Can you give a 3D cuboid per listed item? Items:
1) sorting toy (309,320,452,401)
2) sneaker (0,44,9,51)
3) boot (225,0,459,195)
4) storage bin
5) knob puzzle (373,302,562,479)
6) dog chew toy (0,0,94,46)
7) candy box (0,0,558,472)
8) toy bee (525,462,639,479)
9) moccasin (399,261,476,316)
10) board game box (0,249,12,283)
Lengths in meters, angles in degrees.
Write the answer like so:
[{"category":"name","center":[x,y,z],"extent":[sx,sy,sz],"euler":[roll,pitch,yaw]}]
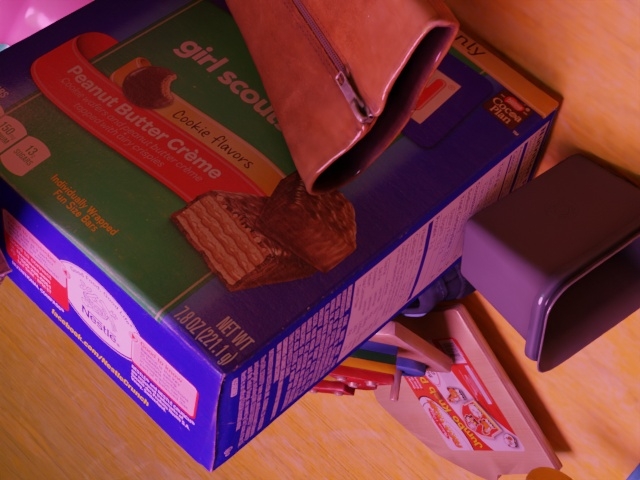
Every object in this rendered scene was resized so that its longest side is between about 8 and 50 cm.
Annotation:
[{"category":"sorting toy","center":[0.019,0.097,0.910],"extent":[0.132,0.046,0.274],"euler":[2,162,27]},{"category":"sneaker","center":[-0.344,-0.199,1.187],"extent":[0.295,0.124,0.178],"euler":[-24,93,57]},{"category":"boot","center":[-0.007,-0.207,0.615],"extent":[0.264,0.096,0.280],"euler":[-55,49,40]},{"category":"storage bin","center":[0.160,0.010,0.731],"extent":[0.091,0.135,0.098],"euler":[44,152,34]},{"category":"knob puzzle","center":[0.114,0.133,1.011],"extent":[0.213,0.030,0.213],"euler":[33,145,27]},{"category":"dog chew toy","center":[-0.318,-0.260,0.962],"extent":[0.332,0.206,0.207],"euler":[23,157,-22]},{"category":"candy box","center":[-0.045,-0.056,0.738],"extent":[0.268,0.317,0.122],"euler":[40,146,19]},{"category":"toy bee","center":[0.231,0.223,0.824],"extent":[0.195,0.162,0.298],"euler":[27,142,38]},{"category":"moccasin","center":[0.000,0.000,0.934],"extent":[0.342,0.117,0.137],"euler":[-7,117,55]},{"category":"board game box","center":[-0.291,-0.111,0.681],"extent":[0.346,0.056,0.208],"euler":[64,152,2]}]
